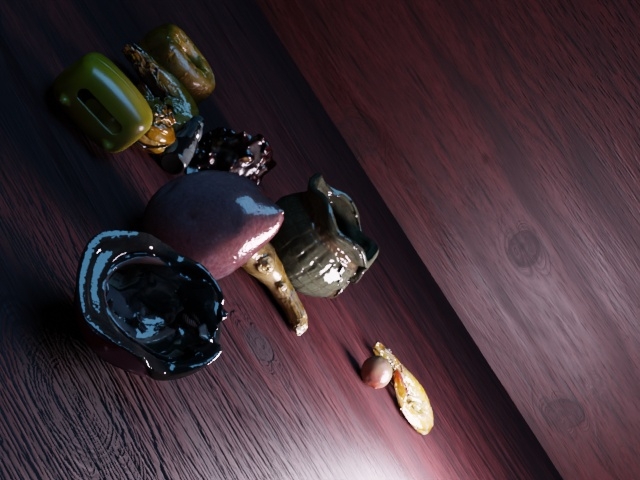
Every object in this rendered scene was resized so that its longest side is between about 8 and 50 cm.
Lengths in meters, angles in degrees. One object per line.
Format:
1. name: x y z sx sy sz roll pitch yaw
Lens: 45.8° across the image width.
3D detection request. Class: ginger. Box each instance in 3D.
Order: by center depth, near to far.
1. ginger: -0.109 0.084 1.686 0.294 0.086 0.131 56 -7 -16

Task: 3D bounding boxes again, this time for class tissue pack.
1. tissue pack: -0.403 -0.252 1.408 0.178 0.123 0.127 49 13 -24

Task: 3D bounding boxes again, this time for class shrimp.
1. shrimp: -0.376 -0.347 1.765 0.248 0.068 0.150 52 34 -10
2. shrimp: 0.220 0.404 2.053 0.287 0.063 0.152 54 27 -10

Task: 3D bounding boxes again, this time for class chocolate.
1. chocolate: -0.200 -0.204 1.810 0.224 0.177 0.206 34 27 -56

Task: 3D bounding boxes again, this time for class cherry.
1. cherry: -0.200 -0.039 1.387 0.206 0.239 0.239 51 15 11

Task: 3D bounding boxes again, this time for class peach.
1. peach: 0.141 0.333 1.913 0.083 0.083 0.083 49 17 -21

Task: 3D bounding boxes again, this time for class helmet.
1. helmet: -0.258 0.105 1.091 0.253 0.154 0.198 19 56 -35

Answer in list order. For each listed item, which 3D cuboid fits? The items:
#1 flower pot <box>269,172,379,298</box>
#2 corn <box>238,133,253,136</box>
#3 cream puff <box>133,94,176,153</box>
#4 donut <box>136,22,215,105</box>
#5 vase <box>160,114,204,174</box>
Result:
1. flower pot: 0.000 0.000 1.917 0.302 0.213 0.302 48 18 -21
2. corn: -0.194 -0.233 2.033 0.097 0.097 0.262 58 11 6
3. cream puff: -0.358 -0.247 1.581 0.133 0.104 0.119 52 23 -11
4. donut: -0.363 -0.437 1.909 0.226 0.114 0.226 51 15 -20
5. vase: -0.299 -0.223 1.694 0.060 0.060 0.211 49 30 -23
